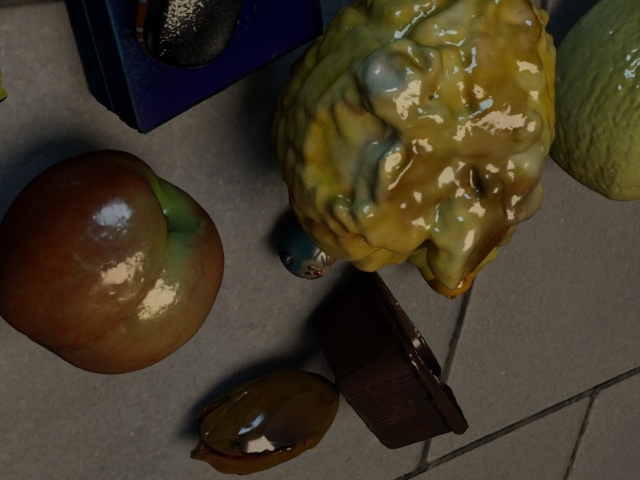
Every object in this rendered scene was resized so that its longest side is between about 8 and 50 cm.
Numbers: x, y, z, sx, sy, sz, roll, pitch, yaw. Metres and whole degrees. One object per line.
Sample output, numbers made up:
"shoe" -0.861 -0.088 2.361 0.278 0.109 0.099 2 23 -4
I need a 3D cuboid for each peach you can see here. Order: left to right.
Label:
"peach" -0.239 0.028 1.454 0.252 0.252 0.252 -27 135 -30

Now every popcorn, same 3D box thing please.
"popcorn" 0.112 -0.154 1.600 0.344 0.354 0.390 69 24 -45

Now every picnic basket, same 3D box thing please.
"picnic basket" 0.095 0.185 1.966 0.129 0.222 0.297 -29 141 5

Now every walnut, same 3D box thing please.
"walnut" -0.075 0.258 1.884 0.245 0.137 0.137 -27 135 -29

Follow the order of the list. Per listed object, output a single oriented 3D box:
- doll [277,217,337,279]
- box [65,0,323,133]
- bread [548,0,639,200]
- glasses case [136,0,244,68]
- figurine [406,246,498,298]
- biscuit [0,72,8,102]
"doll" 0.000 0.000 1.798 0.152 0.085 0.114 -29 156 -43
"box" -0.138 -0.297 1.401 0.261 0.116 0.279 -32 136 -24
"bread" 0.471 -0.215 1.985 0.320 0.237 0.320 -41 159 -20
"glasses case" -0.110 -0.297 1.283 0.103 0.067 0.266 -2 114 -44
"figurine" 0.191 -0.028 1.944 0.156 0.131 0.246 1 126 -7
"biscuit" -0.339 -0.259 1.288 0.048 0.026 0.292 -43 146 -45
